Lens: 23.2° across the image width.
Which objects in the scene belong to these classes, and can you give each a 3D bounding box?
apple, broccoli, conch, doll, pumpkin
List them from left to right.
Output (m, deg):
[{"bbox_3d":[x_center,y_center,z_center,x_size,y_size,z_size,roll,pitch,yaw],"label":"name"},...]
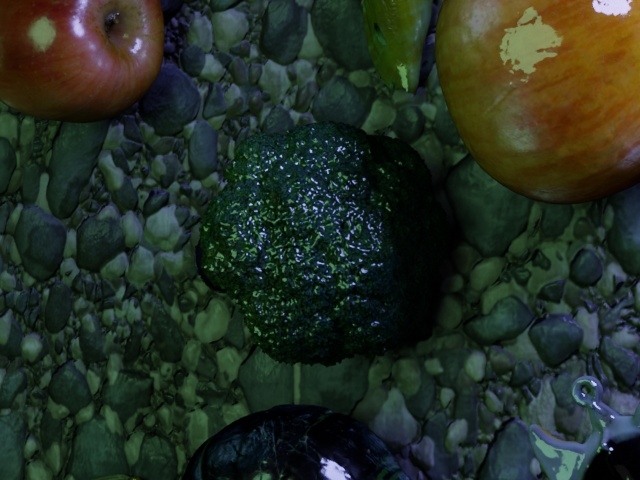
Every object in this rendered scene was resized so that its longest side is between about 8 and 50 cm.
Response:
[{"bbox_3d":[-0.336,-0.274,2.060,0.241,0.242,0.242,5,87,42],"label":"apple"},{"bbox_3d":[-0.021,0.331,1.717,0.315,0.238,0.315,6,102,29],"label":"pumpkin"},{"bbox_3d":[0.000,0.000,1.739,0.297,0.297,0.297,12,92,66],"label":"broccoli"},{"bbox_3d":[0.087,-0.274,1.814,0.095,0.079,0.201,19,105,59],"label":"conch"},{"bbox_3d":[0.250,-0.178,1.536,0.233,0.286,0.286,-20,72,29],"label":"apple"},{"bbox_3d":[0.334,0.269,1.506,0.145,0.103,0.316,-46,65,48],"label":"doll"}]

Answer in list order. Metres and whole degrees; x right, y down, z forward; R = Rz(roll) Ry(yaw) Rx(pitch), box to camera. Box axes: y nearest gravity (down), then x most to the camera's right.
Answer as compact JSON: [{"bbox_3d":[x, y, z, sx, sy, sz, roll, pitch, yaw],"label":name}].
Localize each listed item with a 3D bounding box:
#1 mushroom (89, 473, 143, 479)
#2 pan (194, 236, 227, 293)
[{"bbox_3d":[-0.339,0.344,2.116,0.286,0.028,0.026,-14,117,39],"label":"mushroom"},{"bbox_3d":[-0.079,0.032,1.924,0.212,0.040,0.115,36,106,44],"label":"pan"}]
